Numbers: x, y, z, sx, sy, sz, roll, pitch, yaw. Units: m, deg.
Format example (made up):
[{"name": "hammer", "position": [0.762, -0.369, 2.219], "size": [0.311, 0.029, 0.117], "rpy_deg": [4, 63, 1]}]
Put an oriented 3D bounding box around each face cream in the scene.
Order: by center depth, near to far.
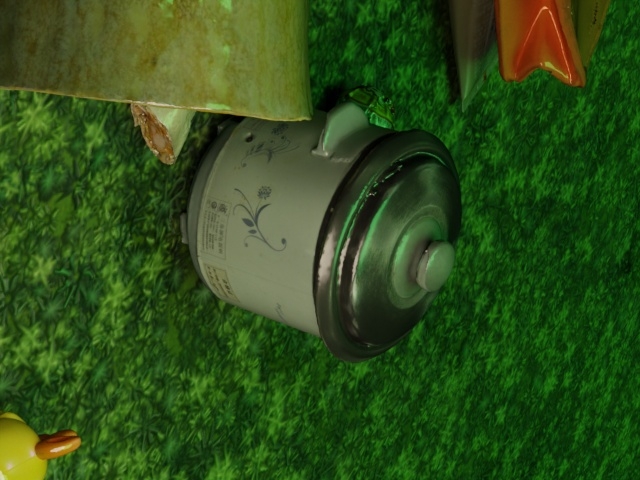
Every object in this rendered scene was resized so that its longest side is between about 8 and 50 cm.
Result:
[{"name": "face cream", "position": [0.208, -0.332, 2.215], "size": [0.137, 0.084, 0.341], "rpy_deg": [-56, 152, -30]}]

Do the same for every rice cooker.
[{"name": "rice cooker", "position": [0.016, -0.016, 1.856], "size": [0.264, 0.316, 0.317], "rpy_deg": [-30, 131, -44]}]

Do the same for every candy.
[{"name": "candy", "position": [-0.006, -0.054, 2.042], "size": [0.305, 0.083, 0.091], "rpy_deg": [-58, 150, -5]}]

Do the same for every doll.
[{"name": "doll", "position": [-0.330, 0.241, 1.622], "size": [0.221, 0.143, 0.135], "rpy_deg": [-33, 98, -45]}]

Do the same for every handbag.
[{"name": "handbag", "position": [0.333, -0.424, 2.223], "size": [0.303, 0.116, 0.410], "rpy_deg": [78, 26, -44]}]

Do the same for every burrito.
[{"name": "burrito", "position": [-0.135, -0.196, 1.748], "size": [0.226, 0.060, 0.087], "rpy_deg": [-65, 154, -8]}]

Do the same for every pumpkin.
[{"name": "pumpkin", "position": [-0.154, -0.219, 1.451], "size": [0.332, 0.332, 0.199], "rpy_deg": [-4, 108, -57]}]
